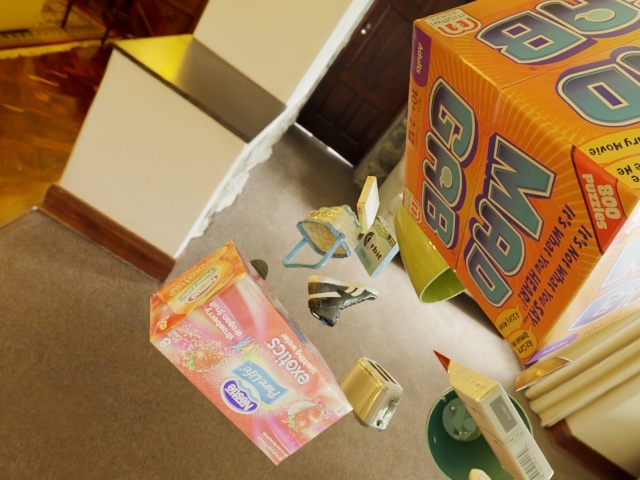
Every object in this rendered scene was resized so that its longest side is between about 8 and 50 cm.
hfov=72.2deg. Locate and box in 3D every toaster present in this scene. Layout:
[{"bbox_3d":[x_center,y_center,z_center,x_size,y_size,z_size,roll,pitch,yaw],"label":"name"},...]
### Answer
[{"bbox_3d":[0.153,0.474,1.385,0.129,0.146,0.227,32,3,-34],"label":"toaster"}]

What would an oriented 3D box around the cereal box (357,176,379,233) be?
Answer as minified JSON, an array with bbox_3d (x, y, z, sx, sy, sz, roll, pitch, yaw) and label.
[{"bbox_3d":[0.230,-0.172,2.104,0.048,0.172,0.240,5,42,20],"label":"cereal box"}]

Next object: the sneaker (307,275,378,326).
[{"bbox_3d":[0.055,0.169,1.148,0.217,0.079,0.121,14,73,-30],"label":"sneaker"}]

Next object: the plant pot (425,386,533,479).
[{"bbox_3d":[0.450,0.560,1.317,0.290,0.290,0.195,44,-2,9],"label":"plant pot"}]

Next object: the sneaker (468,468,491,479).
[{"bbox_3d":[0.249,0.589,0.917,0.118,0.292,0.110,60,-7,30],"label":"sneaker"}]

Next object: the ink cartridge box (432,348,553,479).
[{"bbox_3d":[0.286,0.313,0.801,0.189,0.066,0.232,58,-14,-7],"label":"ink cartridge box"}]

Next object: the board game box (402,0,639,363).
[{"bbox_3d":[0.364,-0.115,0.618,0.356,0.357,0.356,80,-15,-52],"label":"board game box"}]

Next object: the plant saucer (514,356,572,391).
[{"bbox_3d":[0.293,0.176,0.586,0.084,0.083,0.015,9,45,-46],"label":"plant saucer"}]

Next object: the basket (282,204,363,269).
[{"bbox_3d":[0.000,0.000,1.694,0.201,0.255,0.288,49,61,-26],"label":"basket"}]

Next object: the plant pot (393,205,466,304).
[{"bbox_3d":[0.366,0.012,1.436,0.275,0.274,0.293,9,42,-46],"label":"plant pot"}]

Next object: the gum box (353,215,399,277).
[{"bbox_3d":[0.220,0.025,1.698,0.041,0.184,0.156,10,38,-36],"label":"gum box"}]

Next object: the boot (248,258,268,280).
[{"bbox_3d":[-0.210,0.111,1.162,0.076,0.190,0.208,47,0,-5],"label":"boot"}]

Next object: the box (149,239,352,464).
[{"bbox_3d":[-0.102,0.171,0.667,0.299,0.154,0.142,58,-6,-26],"label":"box"}]
